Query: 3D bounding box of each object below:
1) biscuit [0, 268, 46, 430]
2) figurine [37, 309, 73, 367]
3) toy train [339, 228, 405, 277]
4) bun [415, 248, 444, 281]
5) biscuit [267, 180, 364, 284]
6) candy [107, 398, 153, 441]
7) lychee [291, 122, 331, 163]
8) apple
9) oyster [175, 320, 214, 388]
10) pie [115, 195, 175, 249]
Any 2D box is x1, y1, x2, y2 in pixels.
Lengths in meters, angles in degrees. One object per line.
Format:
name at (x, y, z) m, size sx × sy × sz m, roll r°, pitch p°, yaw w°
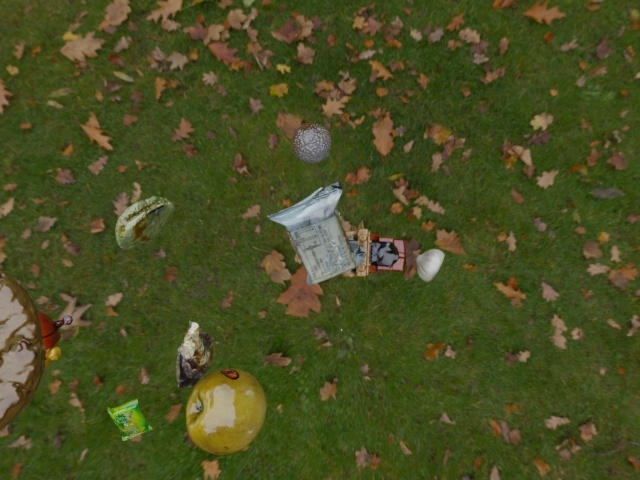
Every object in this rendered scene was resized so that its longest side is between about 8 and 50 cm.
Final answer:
biscuit at (-0.540, 0.157, 0.641) m, size 0.295 × 0.075 × 0.296 m, roll -1°, pitch 92°, yaw -16°
figurine at (-0.874, 0.277, 1.263) m, size 0.320 × 0.323 × 0.196 m, roll 15°, pitch 89°, yaw 50°
toy train at (0.185, 0.048, 1.620) m, size 0.231 × 0.369 × 0.163 m, roll 1°, pitch 88°, yaw 9°
bun at (0.423, 0.089, 1.828) m, size 0.094 × 0.138 × 0.138 m, roll 30°, pitch 82°, yaw 4°
biscuit at (0.004, -0.002, 1.170) m, size 0.186 × 0.309 × 0.079 m, roll -24°, pitch 44°, yaw 1°
candy at (-0.628, 0.595, 1.523) m, size 0.102 × 0.178 × 0.032 m, roll -12°, pitch 39°, yaw -11°
lychee at (-0.036, -0.387, 1.849) m, size 0.165 × 0.197 × 0.165 m, roll 3°, pitch 71°, yaw -9°
apple at (-0.205, 0.361, 0.981) m, size 0.182 × 0.155 × 0.183 m, roll -15°, pitch 66°, yaw 38°
oyster at (-0.454, 0.429, 1.701) m, size 0.100 × 0.271 × 0.275 m, roll 13°, pitch 87°, yaw 6°
pie at (-0.634, -0.065, 1.676) m, size 0.090 × 0.201 × 0.248 m, roll 37°, pitch 55°, yaw 14°
